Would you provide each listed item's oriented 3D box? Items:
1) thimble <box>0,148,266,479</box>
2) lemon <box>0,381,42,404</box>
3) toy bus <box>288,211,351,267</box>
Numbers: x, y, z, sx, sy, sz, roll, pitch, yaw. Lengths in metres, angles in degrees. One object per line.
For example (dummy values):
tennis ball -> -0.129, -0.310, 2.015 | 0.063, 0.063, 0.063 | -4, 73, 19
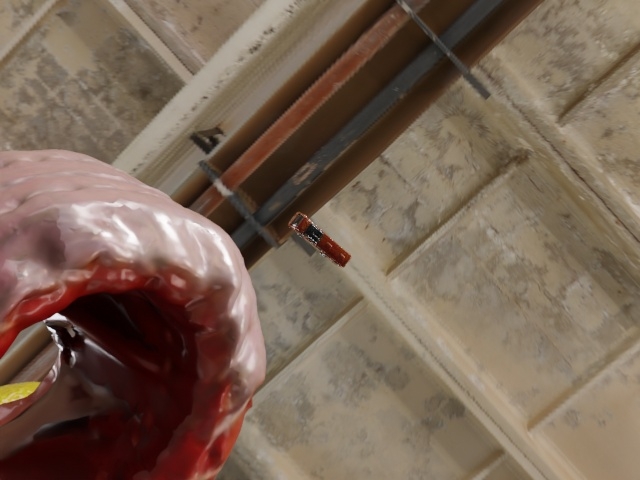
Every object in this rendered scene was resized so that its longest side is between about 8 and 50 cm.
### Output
thimble -> -0.122, 0.057, 0.367 | 0.189, 0.125, 0.163 | -52, -49, -8
lemon -> -0.499, 0.400, 1.405 | 0.348, 0.348, 0.348 | 1, -82, 9
toy bus -> 0.000, 0.000, 1.301 | 0.110, 0.043, 0.031 | 40, -94, -22
